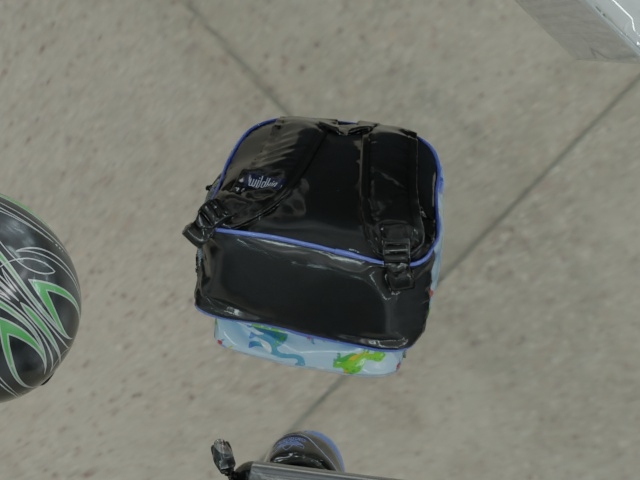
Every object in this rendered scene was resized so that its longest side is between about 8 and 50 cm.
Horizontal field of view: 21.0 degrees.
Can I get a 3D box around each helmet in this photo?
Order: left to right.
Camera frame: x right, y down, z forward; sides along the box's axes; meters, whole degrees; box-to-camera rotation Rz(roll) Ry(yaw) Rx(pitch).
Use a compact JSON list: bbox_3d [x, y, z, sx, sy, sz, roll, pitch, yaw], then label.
[{"bbox_3d":[-0.261,0.040,1.282,0.169,0.161,0.169,4,68,-11],"label":"helmet"}]

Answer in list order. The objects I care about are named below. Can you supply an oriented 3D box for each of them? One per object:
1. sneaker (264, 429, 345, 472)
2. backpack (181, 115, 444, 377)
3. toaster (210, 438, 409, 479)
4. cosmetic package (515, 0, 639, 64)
[{"bbox_3d":[-0.001,0.257,1.280,0.081,0.090,0.232,-15,87,9],"label":"sneaker"},{"bbox_3d":[0.000,0.000,0.741,0.105,0.084,0.114,9,34,3],"label":"backpack"},{"bbox_3d":[0.002,0.206,0.912,0.110,0.186,0.168,3,74,9],"label":"toaster"},{"bbox_3d":[0.109,-0.207,0.834,0.224,0.224,0.138,44,95,-5],"label":"cosmetic package"}]
